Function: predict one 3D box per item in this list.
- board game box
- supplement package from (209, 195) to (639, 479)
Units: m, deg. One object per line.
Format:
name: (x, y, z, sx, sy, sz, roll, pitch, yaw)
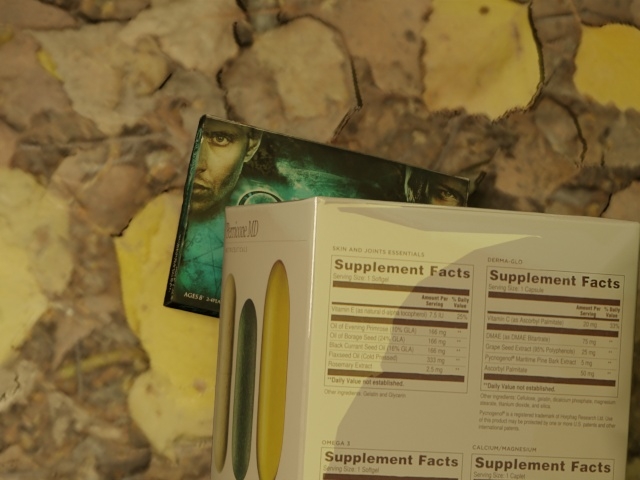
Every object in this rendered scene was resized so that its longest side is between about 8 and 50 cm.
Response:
board game box: (0.000, 0.000, 1.278, 0.186, 0.026, 0.126, 13, 77, -16)
supplement package: (0.052, 0.113, 1.164, 0.198, 0.199, 0.263, 4, 88, -17)
